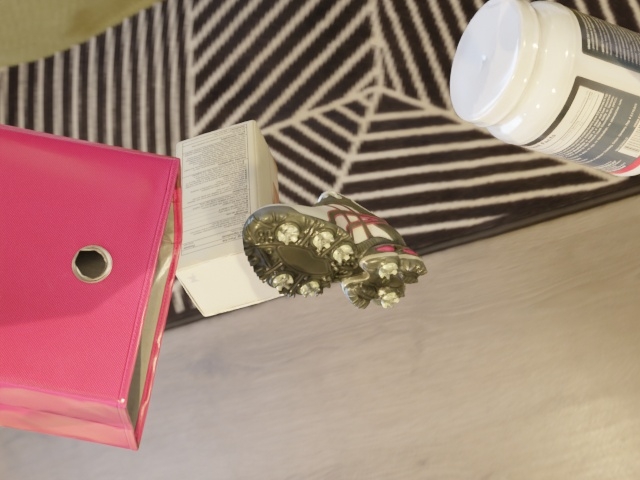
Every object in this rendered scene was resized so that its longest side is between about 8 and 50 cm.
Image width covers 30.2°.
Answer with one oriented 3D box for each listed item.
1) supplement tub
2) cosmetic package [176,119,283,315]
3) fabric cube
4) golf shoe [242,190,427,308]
[{"bbox_3d":[0.330,-0.204,1.570,0.272,0.191,0.191,14,104,-23],"label":"supplement tub"},{"bbox_3d":[-0.150,-0.040,1.955,0.153,0.129,0.296,-14,47,11],"label":"cosmetic package"},{"bbox_3d":[-0.288,0.048,1.196,0.258,0.259,0.254,11,70,-2],"label":"fabric cube"},{"bbox_3d":[0.000,0.000,1.350,0.105,0.273,0.120,-44,53,22],"label":"golf shoe"}]
